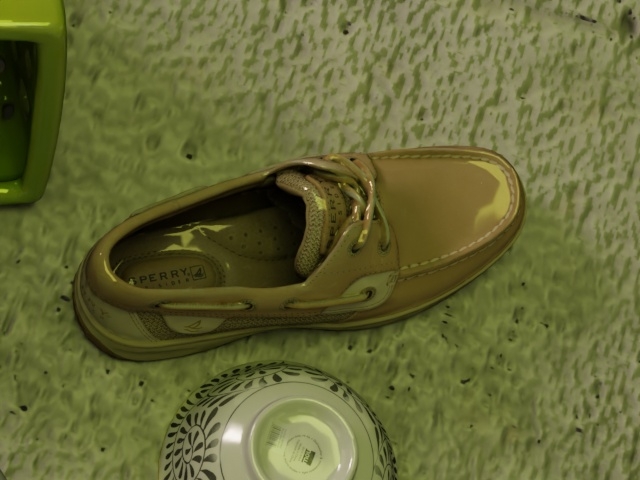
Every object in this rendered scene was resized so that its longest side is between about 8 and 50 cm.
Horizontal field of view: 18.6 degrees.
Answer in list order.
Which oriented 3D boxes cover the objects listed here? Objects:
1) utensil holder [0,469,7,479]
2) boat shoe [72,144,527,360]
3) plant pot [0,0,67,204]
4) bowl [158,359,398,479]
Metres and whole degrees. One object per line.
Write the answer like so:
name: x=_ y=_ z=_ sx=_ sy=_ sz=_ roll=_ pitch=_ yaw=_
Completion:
utensil holder: x=-0.338 y=0.144 z=1.038 sx=0.327 sy=0.327 sz=0.385 roll=-37 pitch=106 yaw=-23
boat shoe: x=0.000 y=0.000 z=1.352 sx=0.341 sy=0.110 sz=0.122 roll=-17 pitch=74 yaw=-19
plant pot: x=-0.291 y=-0.164 z=1.290 sx=0.228 sy=0.227 sz=0.207 roll=-1 pitch=63 yaw=-13
bowl: x=-0.019 y=0.150 z=1.307 sx=0.170 sy=0.080 sz=0.170 roll=5 pitch=68 yaw=-13
